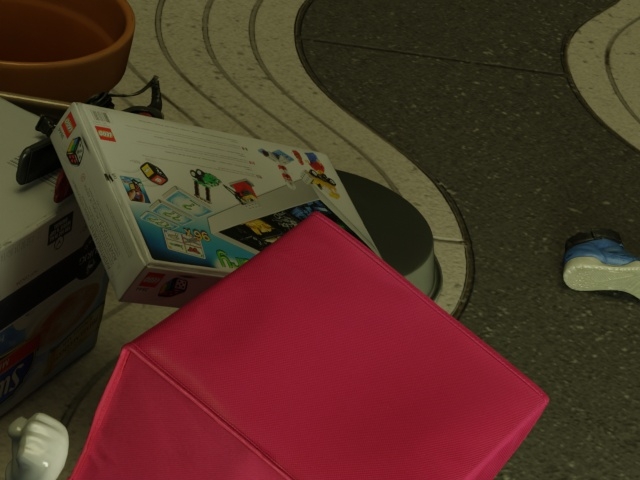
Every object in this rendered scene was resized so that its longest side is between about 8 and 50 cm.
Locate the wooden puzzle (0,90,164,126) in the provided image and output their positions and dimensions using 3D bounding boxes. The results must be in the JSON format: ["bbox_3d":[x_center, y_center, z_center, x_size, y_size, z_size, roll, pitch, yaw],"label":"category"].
[{"bbox_3d":[-0.293,-0.083,1.806,0.239,0.221,0.044,5,54,-8],"label":"wooden puzzle"}]

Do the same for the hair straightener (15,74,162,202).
[{"bbox_3d":[-0.221,-0.111,1.598,0.089,0.047,0.230,24,36,13],"label":"hair straightener"}]

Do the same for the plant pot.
[{"bbox_3d":[-0.369,-0.181,1.948,0.291,0.203,0.291,9,32,-6],"label":"plant pot"}]

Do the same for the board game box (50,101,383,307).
[{"bbox_3d":[-0.080,-0.019,1.540,0.305,0.053,0.193,10,43,-42],"label":"board game box"}]

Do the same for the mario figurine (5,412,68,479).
[{"bbox_3d":[-0.304,0.216,1.290,0.198,0.170,0.320,-2,4,-38],"label":"mario figurine"}]

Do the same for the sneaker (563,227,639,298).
[{"bbox_3d":[0.360,0.025,2.001,0.152,0.058,0.084,6,40,2],"label":"sneaker"}]

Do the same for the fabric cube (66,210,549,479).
[{"bbox_3d":[-0.023,0.183,1.360,0.254,0.259,0.258,38,40,12],"label":"fabric cube"}]

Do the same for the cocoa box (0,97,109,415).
[{"bbox_3d":[-0.375,0.036,1.574,0.231,0.228,0.347,26,34,18],"label":"cocoa box"}]

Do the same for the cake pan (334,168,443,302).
[{"bbox_3d":[0.000,0.000,1.926,0.293,0.054,0.293,9,31,-5],"label":"cake pan"}]
